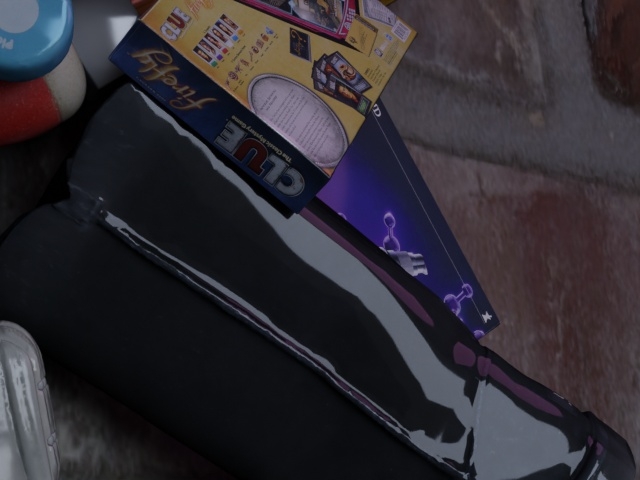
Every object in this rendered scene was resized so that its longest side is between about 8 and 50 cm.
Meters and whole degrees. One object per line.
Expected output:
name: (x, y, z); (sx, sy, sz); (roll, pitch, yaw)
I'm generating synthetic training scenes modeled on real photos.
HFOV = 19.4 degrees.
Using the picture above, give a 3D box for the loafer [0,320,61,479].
loafer: (-0.213, 0.213, 1.212); (0.111, 0.112, 0.319); (-10, 83, -5)

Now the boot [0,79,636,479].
boot: (-0.060, 0.151, 1.302); (0.445, 0.146, 0.367); (37, 85, -10)

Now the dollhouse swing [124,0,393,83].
dollhouse swing: (-0.044, -0.330, 1.457); (0.347, 0.315, 0.305); (61, 36, -4)

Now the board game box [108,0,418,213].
board game box: (-0.033, -0.138, 1.323); (0.165, 0.042, 0.243); (40, 33, -6)

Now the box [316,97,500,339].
box: (0.000, 0.000, 1.469); (0.184, 0.103, 0.261); (-32, 94, -46)

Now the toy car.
toy car: (-0.298, -0.124, 1.235); (0.238, 0.219, 0.210); (-32, 87, -11)

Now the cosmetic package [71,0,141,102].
cosmetic package: (-0.206, -0.219, 1.361); (0.060, 0.099, 0.239); (-34, 95, -12)
